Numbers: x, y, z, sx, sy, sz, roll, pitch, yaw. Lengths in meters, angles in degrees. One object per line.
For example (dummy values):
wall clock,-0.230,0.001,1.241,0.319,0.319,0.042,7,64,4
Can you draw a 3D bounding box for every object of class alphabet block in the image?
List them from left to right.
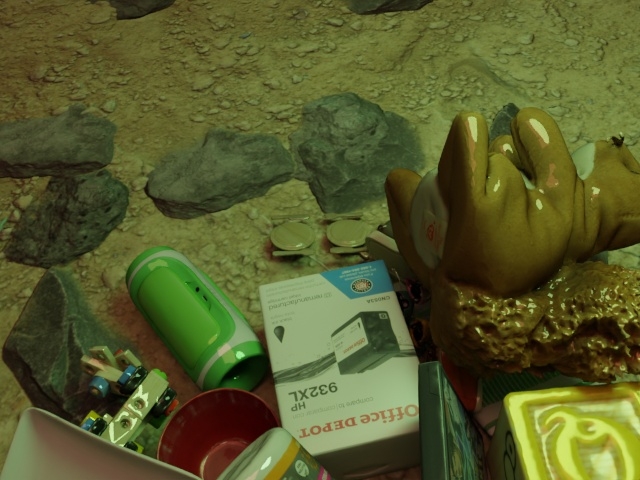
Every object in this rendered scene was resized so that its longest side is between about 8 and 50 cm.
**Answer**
alphabet block,0.342,0.320,0.852,0.193,0.197,0.192,-7,51,0

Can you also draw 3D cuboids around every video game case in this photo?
video game case,0.180,0.334,0.827,0.035,0.248,0.275,-13,48,20

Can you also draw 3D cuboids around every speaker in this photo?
speaker,-0.217,0.136,1.109,0.131,0.131,0.296,-34,55,-21

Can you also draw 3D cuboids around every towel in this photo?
towel,0.299,0.153,1.100,0.248,0.038,0.325,-21,52,-11

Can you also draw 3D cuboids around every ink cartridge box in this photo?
ink cartridge box,0.036,0.204,1.023,0.223,0.129,0.307,-11,50,-4

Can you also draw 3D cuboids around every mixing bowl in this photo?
mixing bowl,-0.140,0.324,0.962,0.181,0.098,0.181,-3,50,4

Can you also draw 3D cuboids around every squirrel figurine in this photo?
squirrel figurine,0.332,0.013,0.931,0.370,0.281,0.397,-2,71,-16

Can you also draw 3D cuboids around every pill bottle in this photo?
pill bottle,-0.012,0.384,0.801,0.278,0.162,0.162,46,63,0

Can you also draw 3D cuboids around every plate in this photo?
plate,-0.285,0.374,0.779,0.277,0.045,0.278,15,84,19

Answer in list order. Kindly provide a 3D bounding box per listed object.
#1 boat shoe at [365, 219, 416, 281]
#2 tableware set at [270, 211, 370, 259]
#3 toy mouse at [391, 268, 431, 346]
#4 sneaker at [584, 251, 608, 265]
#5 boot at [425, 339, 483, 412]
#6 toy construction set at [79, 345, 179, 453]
boat shoe,0.221,0.053,1.103,0.097,0.116,0.324,-40,49,-19
tableware set,0.000,0.000,1.258,0.194,0.039,0.128,-2,38,-4
toy mouse,0.157,0.102,1.081,0.031,0.161,0.143,-6,50,-19
sneaker,0.466,0.076,1.123,0.121,0.099,0.262,45,44,-4
boot,0.213,0.202,1.023,0.084,0.059,0.158,9,46,-3
toy construction set,-0.327,0.295,0.965,0.151,0.215,0.328,29,44,-16
